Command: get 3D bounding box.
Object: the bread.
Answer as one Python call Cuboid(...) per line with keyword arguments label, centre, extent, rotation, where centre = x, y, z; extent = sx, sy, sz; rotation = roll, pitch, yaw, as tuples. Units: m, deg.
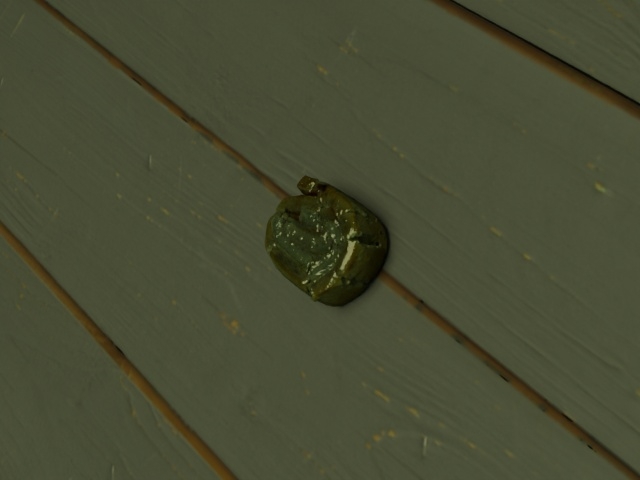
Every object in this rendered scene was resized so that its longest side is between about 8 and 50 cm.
Cuboid(label="bread", centre=(0.000, 0.000, 1.670), extent=(0.156, 0.064, 0.117), rotation=(33, 94, 43))
